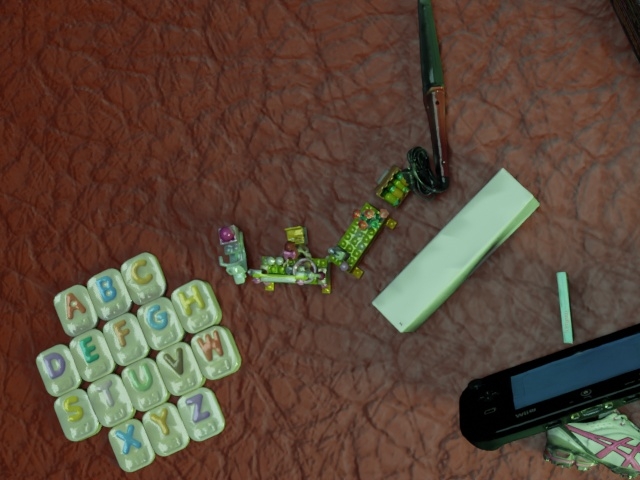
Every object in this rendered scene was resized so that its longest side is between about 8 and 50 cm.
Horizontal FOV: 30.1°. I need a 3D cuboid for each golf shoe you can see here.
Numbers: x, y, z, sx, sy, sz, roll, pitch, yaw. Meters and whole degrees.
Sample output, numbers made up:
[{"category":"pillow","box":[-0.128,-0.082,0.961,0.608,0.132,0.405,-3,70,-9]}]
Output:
[{"category":"golf shoe","box":[0.375,0.252,1.486,0.186,0.067,0.086,8,88,15]}]

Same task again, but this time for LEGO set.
[{"category":"LEGO set","box":[0.000,0.000,1.573,0.287,0.107,0.132,-21,82,12]}]

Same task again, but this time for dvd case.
[{"category":"dvd case","box":[0.307,0.084,1.485,0.013,0.119,0.087,-6,86,14]}]

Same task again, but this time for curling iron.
[{"category":"curling iron","box":[0.143,-0.190,1.574,0.035,0.068,0.274,-6,80,50]}]

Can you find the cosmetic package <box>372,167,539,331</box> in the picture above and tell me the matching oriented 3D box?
[{"category":"cosmetic package","box":[0.175,0.015,1.533,0.060,0.099,0.239,45,97,12]}]

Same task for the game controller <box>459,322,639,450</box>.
[{"category":"game controller","box":[0.322,0.170,1.455,0.319,0.166,0.067,-21,95,12]}]

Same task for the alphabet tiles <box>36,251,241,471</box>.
[{"category":"alphabet tiles","box":[-0.259,0.171,1.675,0.284,0.021,0.278,-25,81,12]}]

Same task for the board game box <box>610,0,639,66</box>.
[{"category":"board game box","box":[0.460,-0.324,1.379,0.232,0.291,0.141,-24,80,12]}]
